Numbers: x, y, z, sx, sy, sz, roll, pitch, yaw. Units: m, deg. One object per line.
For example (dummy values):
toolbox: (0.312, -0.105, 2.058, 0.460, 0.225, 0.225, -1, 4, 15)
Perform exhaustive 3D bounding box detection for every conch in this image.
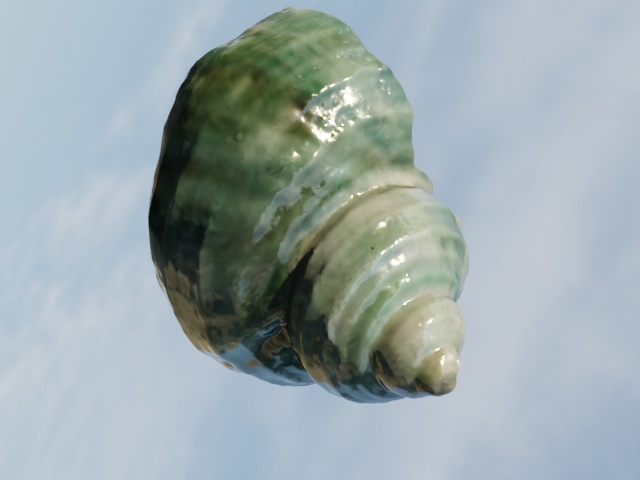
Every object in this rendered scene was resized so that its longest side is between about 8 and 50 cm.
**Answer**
conch: (0.000, 0.000, 1.064, 0.220, 0.195, 0.277, -47, -123, 19)
